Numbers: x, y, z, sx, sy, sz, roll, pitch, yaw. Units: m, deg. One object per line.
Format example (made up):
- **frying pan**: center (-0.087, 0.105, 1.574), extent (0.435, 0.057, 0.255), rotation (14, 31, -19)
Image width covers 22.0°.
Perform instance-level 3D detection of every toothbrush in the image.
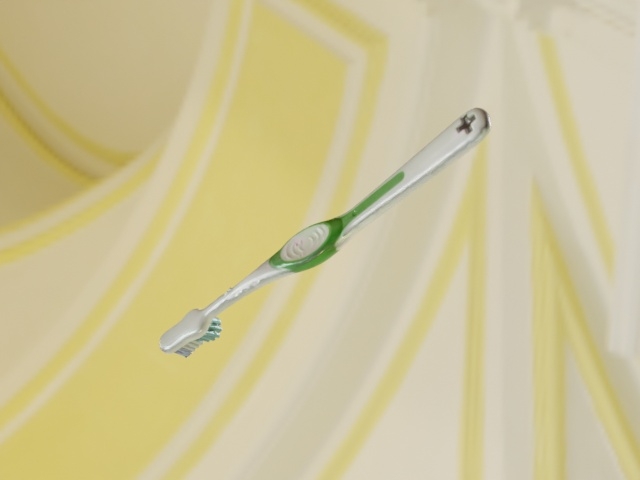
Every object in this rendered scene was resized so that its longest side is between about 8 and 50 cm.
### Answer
- **toothbrush**: center (-0.001, 0.000, 1.145), extent (0.304, 0.030, 0.030), rotation (-37, -157, 26)
